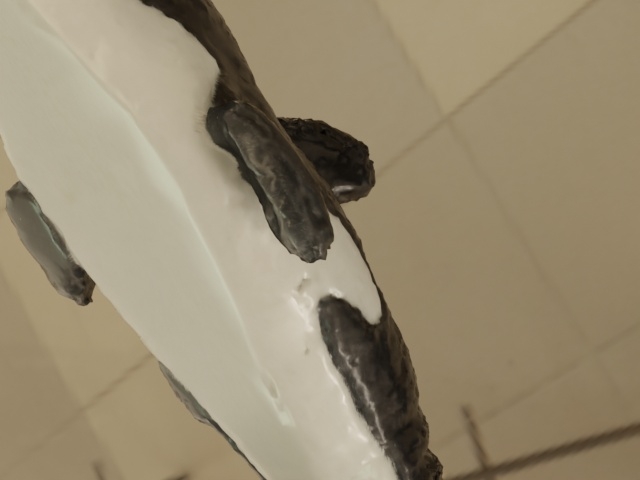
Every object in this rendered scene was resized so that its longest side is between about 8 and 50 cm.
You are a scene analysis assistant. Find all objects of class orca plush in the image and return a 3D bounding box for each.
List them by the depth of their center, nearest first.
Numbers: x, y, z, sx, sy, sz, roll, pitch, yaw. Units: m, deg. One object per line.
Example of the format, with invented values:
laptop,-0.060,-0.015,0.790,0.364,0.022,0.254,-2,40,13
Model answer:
orca plush,0.000,0.000,0.613,0.287,0.102,0.151,48,146,2
